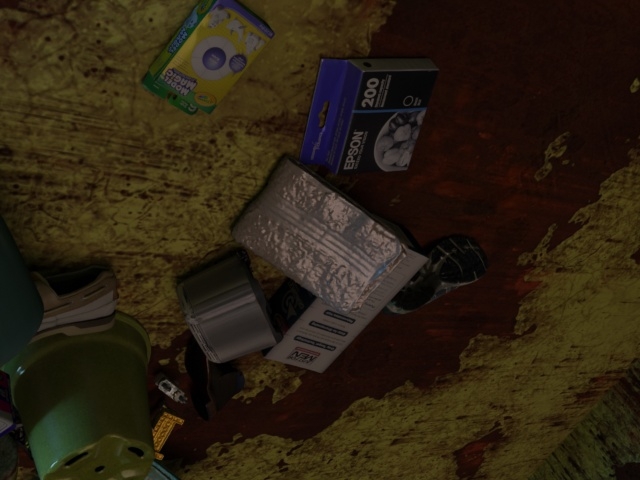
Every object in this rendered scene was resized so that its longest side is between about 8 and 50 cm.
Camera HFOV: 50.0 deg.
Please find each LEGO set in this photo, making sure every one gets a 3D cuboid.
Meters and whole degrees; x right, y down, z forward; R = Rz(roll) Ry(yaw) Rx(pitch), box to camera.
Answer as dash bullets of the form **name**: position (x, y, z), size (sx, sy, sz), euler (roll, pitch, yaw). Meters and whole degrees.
- **LEGO set**: position (-0.392, 0.396, 1.397), size (0.287, 0.107, 0.132), euler (-39, 112, -12)

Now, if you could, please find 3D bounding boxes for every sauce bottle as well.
- **sauce bottle**: position (-0.638, 0.470, 1.304), size (0.111, 0.111, 0.344), euler (-3, 146, -29)

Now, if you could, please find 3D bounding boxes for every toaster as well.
- **toaster**: position (-0.169, 0.126, 1.270), size (0.146, 0.129, 0.227), euler (-24, 138, -6)

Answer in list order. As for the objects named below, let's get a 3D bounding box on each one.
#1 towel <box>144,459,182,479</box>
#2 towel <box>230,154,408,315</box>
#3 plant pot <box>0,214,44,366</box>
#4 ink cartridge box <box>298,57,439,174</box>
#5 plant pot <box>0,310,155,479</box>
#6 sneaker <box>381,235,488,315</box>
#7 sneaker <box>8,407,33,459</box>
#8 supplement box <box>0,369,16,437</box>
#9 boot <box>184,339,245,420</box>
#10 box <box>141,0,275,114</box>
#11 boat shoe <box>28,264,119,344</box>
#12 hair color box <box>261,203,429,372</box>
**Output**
- **towel**: position (-0.419, 0.601, 1.489), size (0.271, 0.040, 0.370), euler (-44, 112, -5)
- **towel**: position (0.000, 0.000, 1.219), size (0.282, 0.049, 0.187), euler (34, 109, -13)
- **plant pot**: position (-0.529, 0.029, 0.859), size (0.293, 0.293, 0.235), euler (-15, 122, -18)
- **ink cartridge box**: position (0.080, -0.207, 1.165), size (0.208, 0.045, 0.206), euler (-7, 133, -24)
- **plant pot**: position (-0.405, 0.303, 1.202), size (0.276, 0.254, 0.276), euler (-17, 135, -17)
- **sneaker**: position (0.239, 0.080, 1.509), size (0.283, 0.110, 0.122), euler (-22, 168, -24)
- **sneaker**: position (-0.549, 0.376, 1.316), size (0.067, 0.078, 0.188), euler (-41, 135, 11)
- **supplement box**: position (-0.588, 0.233, 1.043), size (0.114, 0.111, 0.220), euler (-35, 140, 3)
- **boot**: position (-0.217, 0.270, 1.437), size (0.106, 0.082, 0.219), euler (-30, 139, -37)
- **box**: position (-0.162, -0.259, 0.974), size (0.179, 0.043, 0.105), euler (-46, 136, 17)
- **boat shoe**: position (-0.457, 0.098, 1.073), size (0.302, 0.113, 0.103), euler (-8, 115, -53)
- **hair color box**: position (0.033, 0.103, 1.383), size (0.174, 0.105, 0.347), euler (24, 114, -40)
